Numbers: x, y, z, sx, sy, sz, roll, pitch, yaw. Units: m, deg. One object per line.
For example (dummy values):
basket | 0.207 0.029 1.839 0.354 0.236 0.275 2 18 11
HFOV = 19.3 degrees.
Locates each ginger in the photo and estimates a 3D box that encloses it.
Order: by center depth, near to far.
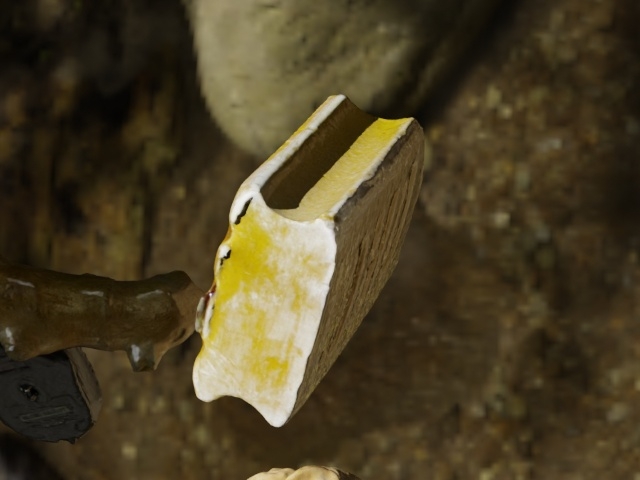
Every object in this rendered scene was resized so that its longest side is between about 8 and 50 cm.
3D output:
ginger | -0.232 0.042 1.485 0.065 0.299 0.118 122 151 -60

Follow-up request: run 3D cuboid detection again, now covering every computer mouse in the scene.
computer mouse | -0.240 0.112 1.576 0.099 0.172 0.057 -14 50 9

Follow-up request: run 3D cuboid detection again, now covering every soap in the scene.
soap | 0.000 0.000 1.151 0.073 0.232 0.140 21 116 9

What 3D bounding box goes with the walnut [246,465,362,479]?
walnut | 0.000 0.141 0.803 0.079 0.082 0.096 14 143 57
